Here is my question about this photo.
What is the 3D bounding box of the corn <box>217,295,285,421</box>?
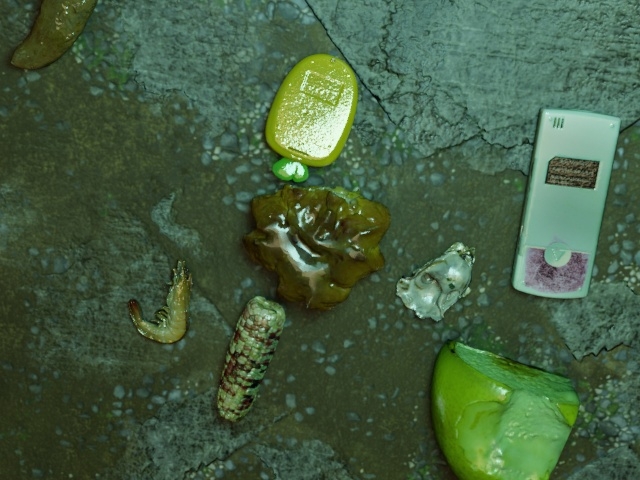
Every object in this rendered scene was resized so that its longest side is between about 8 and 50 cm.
[{"bbox_3d":[-0.137,0.226,1.790,0.086,0.086,0.253,19,108,-2],"label":"corn"}]

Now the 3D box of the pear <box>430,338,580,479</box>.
[{"bbox_3d":[0.323,0.361,1.756,0.287,0.176,0.281,18,107,-1],"label":"pear"}]

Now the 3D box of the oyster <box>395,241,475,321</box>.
[{"bbox_3d":[0.226,0.079,1.745,0.166,0.053,0.108,-37,82,19],"label":"oyster"}]

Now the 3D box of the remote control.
[{"bbox_3d":[0.436,-0.063,1.695,0.145,0.050,0.343,8,106,1],"label":"remote control"}]

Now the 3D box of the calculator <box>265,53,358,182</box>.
[{"bbox_3d":[-0.017,-0.214,1.668,0.146,0.032,0.234,20,91,-1],"label":"calculator"}]

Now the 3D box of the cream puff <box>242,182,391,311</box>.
[{"bbox_3d":[0.000,0.000,1.690,0.269,0.155,0.241,-23,98,16],"label":"cream puff"}]

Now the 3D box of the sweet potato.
[{"bbox_3d":[-0.427,-0.439,1.619,0.114,0.092,0.341,27,105,13],"label":"sweet potato"}]

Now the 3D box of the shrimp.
[{"bbox_3d":[-0.304,0.111,1.794,0.124,0.034,0.178,8,110,8],"label":"shrimp"}]
